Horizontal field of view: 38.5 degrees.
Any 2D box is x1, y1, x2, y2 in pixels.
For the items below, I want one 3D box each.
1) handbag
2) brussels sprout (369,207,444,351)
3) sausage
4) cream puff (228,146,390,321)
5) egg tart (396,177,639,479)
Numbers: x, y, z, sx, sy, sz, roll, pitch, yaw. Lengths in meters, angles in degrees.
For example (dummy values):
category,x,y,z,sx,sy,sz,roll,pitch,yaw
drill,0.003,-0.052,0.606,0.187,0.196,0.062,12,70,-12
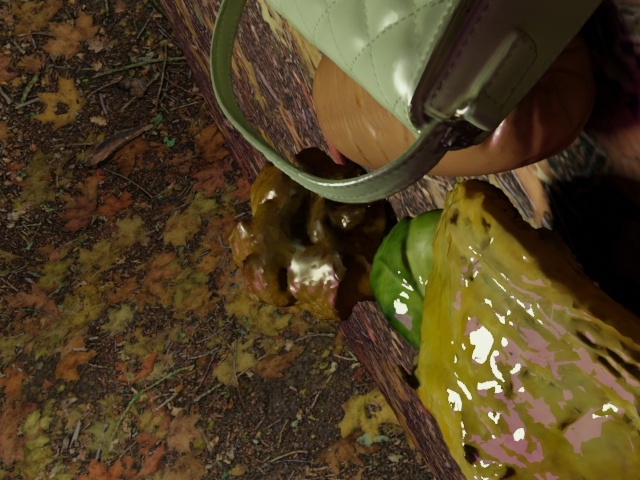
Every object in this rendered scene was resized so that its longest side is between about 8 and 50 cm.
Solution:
category,x,y,z,sx,sy,sz,roll,pitch,yaw
handbag,0.022,-0.134,0.466,0.079,0.219,0.256,23,-161,-38
brussels sprout,0.121,0.047,0.832,0.145,0.131,0.183,59,180,-32
sausage,0.073,-0.104,0.613,0.121,0.121,0.304,62,172,-10
cream puff,0.000,0.000,1.279,0.269,0.241,0.155,27,168,19
egg tart,0.163,0.114,0.607,0.339,0.153,0.351,56,-177,35
